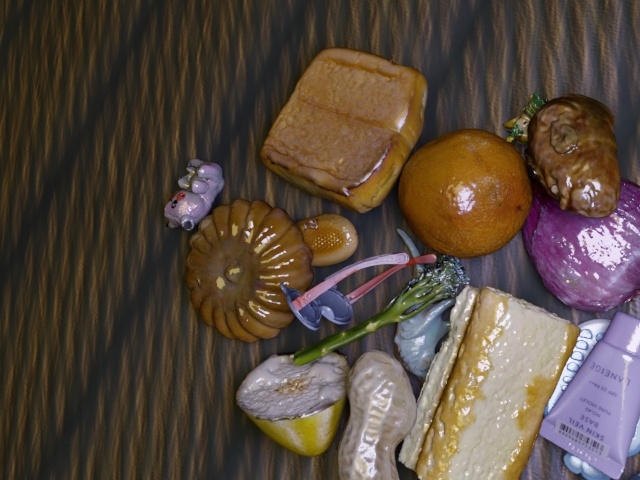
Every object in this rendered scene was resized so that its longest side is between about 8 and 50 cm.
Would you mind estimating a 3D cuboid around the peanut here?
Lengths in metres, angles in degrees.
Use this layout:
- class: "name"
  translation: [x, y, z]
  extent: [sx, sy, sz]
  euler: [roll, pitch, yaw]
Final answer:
- class: "peanut"
  translation: [0.103, 0.353, 1.092]
  extent: [0.136, 0.120, 0.298]
  euler: [3, 75, 29]

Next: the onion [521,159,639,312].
- class: "onion"
  translation: [0.500, -0.035, 1.136]
  extent: [0.267, 0.159, 0.348]
  euler: [-45, 73, 3]

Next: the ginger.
- class: "ginger"
  translation: [0.447, -0.166, 1.076]
  extent: [0.172, 0.321, 0.165]
  euler: [41, 129, -12]

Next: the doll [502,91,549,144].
- class: "doll"
  translation: [0.444, -0.245, 1.248]
  extent: [0.113, 0.077, 0.078]
  euler: [-57, 39, 31]

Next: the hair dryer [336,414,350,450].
- class: "hair dryer"
  translation: [0.151, 0.384, 1.205]
  extent: [0.195, 0.050, 0.173]
  euler: [21, 66, 14]

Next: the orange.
- class: "orange"
  translation: [0.276, -0.095, 1.162]
  extent: [0.264, 0.264, 0.264]
  euler: [-3, 81, 16]

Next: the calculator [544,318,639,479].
- class: "calculator"
  translation: [0.529, 0.301, 1.134]
  extent: [0.189, 0.042, 0.302]
  euler: [12, 85, 17]

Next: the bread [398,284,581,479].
- class: "bread"
  translation: [0.320, 0.285, 1.113]
  extent: [0.237, 0.165, 0.375]
  euler: [19, 90, -21]

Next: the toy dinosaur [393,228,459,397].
- class: "toy dinosaur"
  translation: [0.228, 0.156, 1.225]
  extent: [0.206, 0.092, 0.392]
  euler: [-26, 83, 17]

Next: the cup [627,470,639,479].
- class: "cup"
  translation: [0.562, 0.495, 0.972]
  extent: [0.357, 0.274, 0.259]
  euler: [12, 84, 19]

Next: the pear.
- class: "pear"
  translation: [-0.044, 0.352, 1.226]
  extent: [0.267, 0.267, 0.178]
  euler: [-2, 110, 16]

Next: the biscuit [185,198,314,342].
- class: "biscuit"
  translation: [-0.173, 0.067, 1.320]
  extent: [0.326, 0.107, 0.325]
  euler: [0, 90, 25]

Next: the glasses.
- class: "glasses"
  translation: [0.076, 0.068, 1.184]
  extent: [0.268, 0.234, 0.118]
  euler: [-38, 69, 22]

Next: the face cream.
- class: "face cream"
  translation: [0.519, 0.268, 1.077]
  extent: [0.154, 0.096, 0.273]
  euler: [26, 92, 37]

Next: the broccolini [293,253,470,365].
- class: "broccolini"
  translation: [0.107, 0.138, 1.171]
  extent: [0.392, 0.074, 0.078]
  euler: [-29, 95, 21]

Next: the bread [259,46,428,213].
- class: "bread"
  translation: [0.064, -0.240, 1.286]
  extent: [0.337, 0.148, 0.327]
  euler: [25, 85, 36]

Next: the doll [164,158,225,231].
- class: "doll"
  translation: [-0.301, -0.104, 1.416]
  extent: [0.149, 0.095, 0.192]
  euler: [21, 79, 58]

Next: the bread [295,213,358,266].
- class: "bread"
  translation: [0.000, 0.000, 1.322]
  extent: [0.189, 0.077, 0.114]
  euler: [-9, 97, 28]
